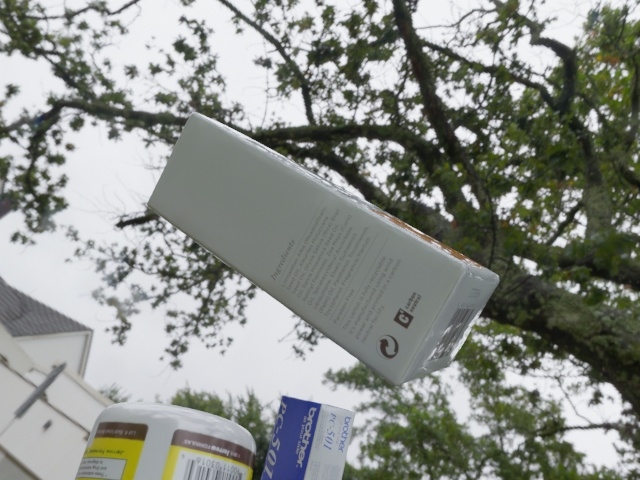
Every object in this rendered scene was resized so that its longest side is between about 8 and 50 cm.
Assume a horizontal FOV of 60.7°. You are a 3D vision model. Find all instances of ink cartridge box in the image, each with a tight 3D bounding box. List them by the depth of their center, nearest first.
[{"bbox_3d":[-0.028,0.272,0.564,0.046,0.207,0.097,23,-19,-24],"label":"ink cartridge box"}]

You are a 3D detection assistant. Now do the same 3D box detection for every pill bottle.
[{"bbox_3d":[-0.116,0.222,0.344,0.117,0.215,0.117,7,-32,4],"label":"pill bottle"}]

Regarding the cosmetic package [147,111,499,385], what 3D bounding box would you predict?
[{"bbox_3d":[0.000,0.000,0.783,0.453,0.161,0.230,32,8,26],"label":"cosmetic package"}]
